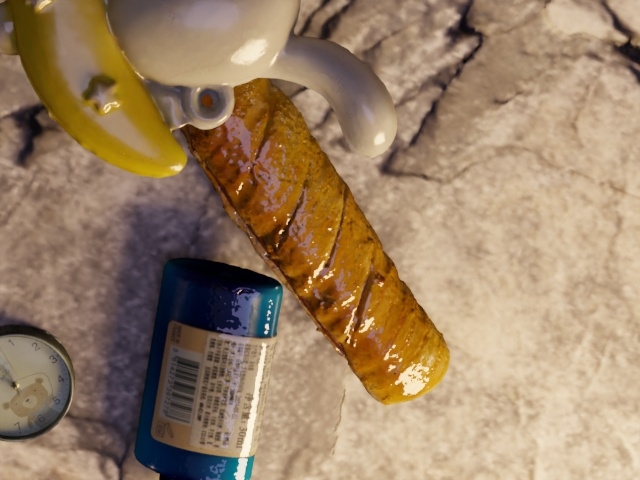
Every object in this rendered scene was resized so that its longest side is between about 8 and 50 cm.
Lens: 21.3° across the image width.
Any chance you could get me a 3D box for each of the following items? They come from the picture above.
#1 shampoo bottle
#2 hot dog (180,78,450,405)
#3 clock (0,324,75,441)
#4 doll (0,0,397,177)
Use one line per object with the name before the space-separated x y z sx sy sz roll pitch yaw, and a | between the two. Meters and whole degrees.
shampoo bottle | -0.081 0.108 1.193 0.087 0.050 0.183 12 104 8
hot dog | 0.000 -0.002 1.179 0.088 0.061 0.286 -43 110 -9
clock | -0.213 0.100 1.188 0.085 0.017 0.085 -3 106 -10
doll | -0.089 -0.156 1.082 0.252 0.111 0.237 -8 86 -3
